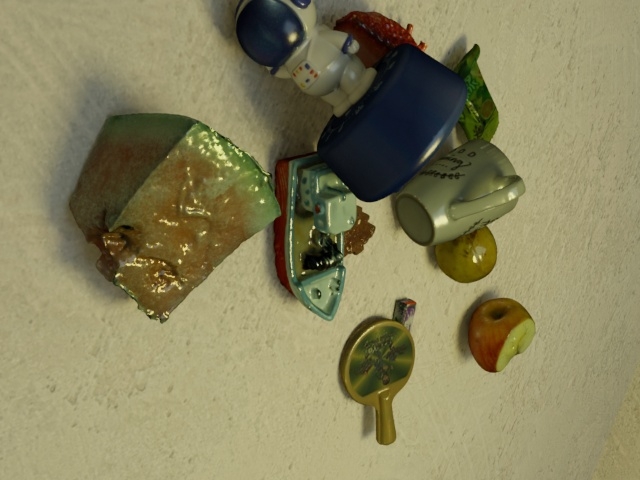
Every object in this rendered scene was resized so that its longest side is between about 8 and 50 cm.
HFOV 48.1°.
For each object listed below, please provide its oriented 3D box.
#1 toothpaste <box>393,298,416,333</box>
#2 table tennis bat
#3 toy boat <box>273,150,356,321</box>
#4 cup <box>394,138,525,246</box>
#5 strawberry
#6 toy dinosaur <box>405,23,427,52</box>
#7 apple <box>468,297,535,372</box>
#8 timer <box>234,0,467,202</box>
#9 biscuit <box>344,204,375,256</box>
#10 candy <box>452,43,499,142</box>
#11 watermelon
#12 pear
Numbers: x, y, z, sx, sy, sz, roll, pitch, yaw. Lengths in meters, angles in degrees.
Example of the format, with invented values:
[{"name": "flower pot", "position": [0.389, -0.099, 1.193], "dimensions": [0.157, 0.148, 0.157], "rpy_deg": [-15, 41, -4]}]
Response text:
[{"name": "toothpaste", "position": [0.192, 0.236, 1.714], "dimensions": [0.047, 0.040, 0.196], "rpy_deg": [-4, 109, -41]}, {"name": "table tennis bat", "position": [0.140, 0.332, 1.670], "dimensions": [0.198, 0.050, 0.321], "rpy_deg": [-16, 110, -26]}, {"name": "toy boat", "position": [0.000, 0.000, 1.367], "dimensions": [0.145, 0.133, 0.332], "rpy_deg": [-20, 119, -40]}, {"name": "cup", "position": [0.311, -0.094, 1.555], "dimensions": [0.234, 0.258, 0.186], "rpy_deg": [-30, 105, -26]}, {"name": "strawberry", "position": [0.126, -0.346, 1.350], "dimensions": [0.236, 0.175, 0.107], "rpy_deg": [75, 32, -54]}, {"name": "toy dinosaur", "position": [0.153, -0.384, 1.426], "dimensions": [0.279, 0.055, 0.101], "rpy_deg": [27, 104, -39]}, {"name": "apple", "position": [0.476, 0.251, 1.910], "dimensions": [0.195, 0.160, 0.173], "rpy_deg": [-32, 118, -22]}, {"name": "timer", "position": [0.021, -0.275, 1.194], "dimensions": [0.383, 0.270, 0.270], "rpy_deg": [37, 76, -14]}, {"name": "biscuit", "position": [0.065, -0.027, 1.502], "dimensions": [0.119, 0.019, 0.130], "rpy_deg": [-35, 128, -30]}, {"name": "candy", "position": [0.346, -0.310, 1.639], "dimensions": [0.149, 0.069, 0.246], "rpy_deg": [-55, 131, -22]}, {"name": "watermelon", "position": [-0.242, -0.059, 1.117], "dimensions": [0.302, 0.151, 0.264], "rpy_deg": [-44, 137, -1]}, {"name": "pear", "position": [0.347, 0.022, 1.709], "dimensions": [0.149, 0.149, 0.162], "rpy_deg": [-40, 125, -27]}]
